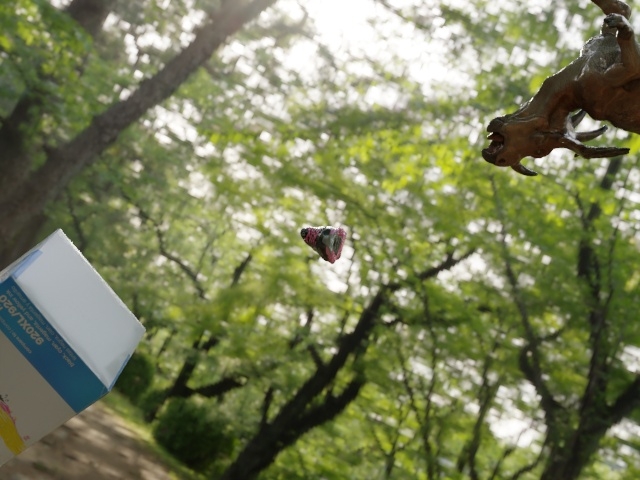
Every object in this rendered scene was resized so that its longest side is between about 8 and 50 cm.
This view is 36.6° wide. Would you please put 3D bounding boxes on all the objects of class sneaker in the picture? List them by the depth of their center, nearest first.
[{"bbox_3d":[0.000,0.000,1.199,0.057,0.047,0.119,20,-2,4],"label":"sneaker"}]

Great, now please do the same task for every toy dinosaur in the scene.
[{"bbox_3d":[0.323,-0.141,0.961,0.295,0.127,0.200,14,-50,24],"label":"toy dinosaur"}]

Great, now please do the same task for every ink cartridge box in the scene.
[{"bbox_3d":[-0.359,0.136,1.122,0.168,0.232,0.171,52,14,-13],"label":"ink cartridge box"}]
